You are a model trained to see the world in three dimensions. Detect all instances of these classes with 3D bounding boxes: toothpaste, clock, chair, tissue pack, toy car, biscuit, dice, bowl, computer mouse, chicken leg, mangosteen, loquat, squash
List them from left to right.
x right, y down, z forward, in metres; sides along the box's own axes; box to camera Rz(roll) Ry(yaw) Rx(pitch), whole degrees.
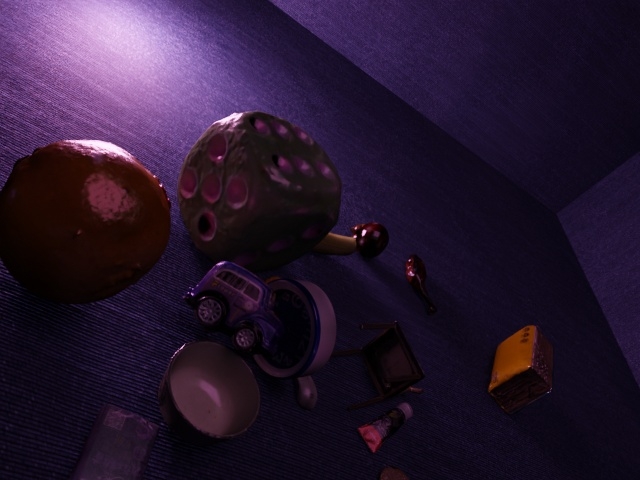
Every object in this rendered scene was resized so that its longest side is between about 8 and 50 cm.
[{"bbox_3d":[-0.451,-0.037,1.143,0.328,0.328,0.328,30,35,-24],"label":"loquat"},{"bbox_3d":[-0.357,0.375,1.040,0.112,0.051,0.156,32,35,-17],"label":"tissue pack"},{"bbox_3d":[-0.235,0.315,1.191,0.211,0.112,0.211,31,34,-24],"label":"bowl"},{"bbox_3d":[-0.175,0.153,1.317,0.235,0.172,0.158,35,75,3],"label":"toy car"},{"bbox_3d":[-0.156,-0.124,1.573,0.322,0.330,0.318,4,52,-49],"label":"dice"},{"bbox_3d":[-0.070,0.205,1.396,0.083,0.230,0.230,10,47,-50],"label":"clock"},{"bbox_3d":[-0.035,0.354,1.455,0.056,0.032,0.110,20,40,-36],"label":"computer mouse"},{"bbox_3d":[0.000,0.000,1.845,0.250,0.083,0.083,16,43,-39],"label":"squash"},{"bbox_3d":[0.159,-0.008,2.020,0.140,0.140,0.140,30,35,-24],"label":"mangosteen"},{"bbox_3d":[0.172,0.480,1.550,0.193,0.045,0.071,-15,65,-48],"label":"toothpaste"},{"bbox_3d":[0.181,0.328,1.609,0.272,0.166,0.188,6,49,-46],"label":"chair"},{"bbox_3d":[0.186,0.604,1.447,0.120,0.015,0.120,30,35,-24],"label":"biscuit"},{"bbox_3d":[0.355,0.148,2.130,0.106,0.051,0.253,27,39,-37],"label":"chicken leg"},{"bbox_3d":[0.690,0.436,2.058,0.134,0.192,0.271,46,31,-2],"label":"tissue pack"}]

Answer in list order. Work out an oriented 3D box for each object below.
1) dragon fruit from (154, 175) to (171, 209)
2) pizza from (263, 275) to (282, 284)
[{"bbox_3d":[-0.423,-0.112,1.496,0.126,0.068,0.112,-4,57,-49],"label":"dragon fruit"},{"bbox_3d":[-0.118,0.149,1.597,0.108,0.026,0.123,49,29,0],"label":"pizza"}]
